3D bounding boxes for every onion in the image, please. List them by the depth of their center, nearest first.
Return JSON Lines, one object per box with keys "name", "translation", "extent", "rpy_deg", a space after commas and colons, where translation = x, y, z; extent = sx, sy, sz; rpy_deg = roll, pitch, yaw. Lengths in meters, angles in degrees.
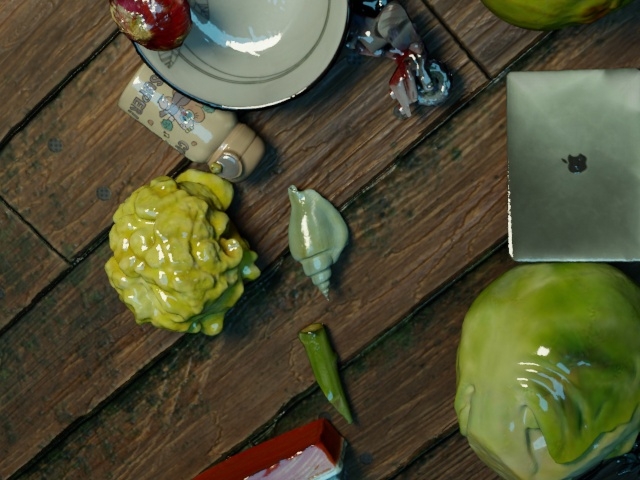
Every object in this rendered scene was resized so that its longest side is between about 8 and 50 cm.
{"name": "onion", "translation": [-0.209, -0.286, 1.222], "extent": [0.107, 0.107, 0.097], "rpy_deg": [33, 67, -8]}

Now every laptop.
{"name": "laptop", "translation": [0.348, -0.103, 1.335], "extent": [0.188, 0.015, 0.269], "rpy_deg": [0, 83, 5]}

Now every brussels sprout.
{"name": "brussels sprout", "translation": [0.337, 0.185, 1.364], "extent": [0.344, 0.268, 0.344], "rpy_deg": [0, 89, -8]}

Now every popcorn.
{"name": "popcorn", "translation": [-0.190, 0.018, 1.400], "extent": [0.181, 0.216, 0.235], "rpy_deg": [-19, 117, 40]}

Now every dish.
{"name": "dish", "translation": [-0.106, -0.332, 1.292], "extent": [0.317, 0.106, 0.316], "rpy_deg": [3, 114, 7]}

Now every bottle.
{"name": "bottle", "translation": [-0.174, -0.162, 1.366], "extent": [0.209, 0.110, 0.097], "rpy_deg": [37, 121, -8]}

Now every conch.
{"name": "conch", "translation": [-0.003, 0.002, 1.438], "extent": [0.088, 0.065, 0.180], "rpy_deg": [-11, 101, 11]}

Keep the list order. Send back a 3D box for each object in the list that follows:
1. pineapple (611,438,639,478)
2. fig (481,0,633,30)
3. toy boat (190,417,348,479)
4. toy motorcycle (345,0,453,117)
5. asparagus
{"name": "pineapple", "translation": [0.538, 0.397, 1.534], "extent": [0.103, 0.083, 0.221], "rpy_deg": [-26, 104, 13]}
{"name": "fig", "translation": [0.271, -0.415, 1.168], "extent": [0.258, 0.258, 0.326], "rpy_deg": [-25, 91, 13]}
{"name": "toy boat", "translation": [-0.104, 0.415, 1.559], "extent": [0.332, 0.145, 0.133], "rpy_deg": [-26, 100, 10]}
{"name": "toy motorcycle", "translation": [0.087, -0.261, 1.321], "extent": [0.122, 0.082, 0.213], "rpy_deg": [-30, 104, 14]}
{"name": "asparagus", "translation": [0.011, 0.212, 1.531], "extent": [0.041, 0.045, 0.178], "rpy_deg": [-1, 115, 41]}
